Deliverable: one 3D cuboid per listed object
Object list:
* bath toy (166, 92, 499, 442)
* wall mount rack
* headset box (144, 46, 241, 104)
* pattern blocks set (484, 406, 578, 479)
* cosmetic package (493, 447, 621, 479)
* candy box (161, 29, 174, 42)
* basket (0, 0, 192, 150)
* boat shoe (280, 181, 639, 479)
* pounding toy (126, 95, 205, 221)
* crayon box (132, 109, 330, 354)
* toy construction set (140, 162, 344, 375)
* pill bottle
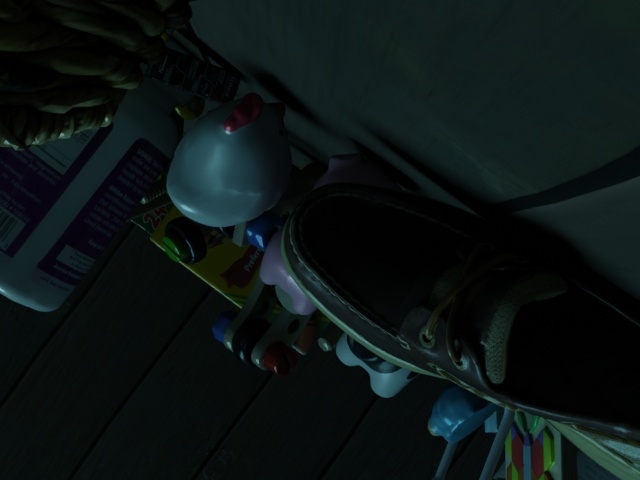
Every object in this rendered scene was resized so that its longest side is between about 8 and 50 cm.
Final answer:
[{"bbox_3d":[0.031,-0.002,0.805,0.348,0.151,0.129,39,141,10],"label":"bath toy"},{"bbox_3d":[0.158,0.181,1.194,0.350,0.130,0.304,148,104,-88],"label":"wall mount rack"},{"bbox_3d":[-0.113,-0.148,0.898,0.083,0.032,0.062,19,-175,-20],"label":"headset box"},{"bbox_3d":[0.242,0.246,1.100,0.026,0.285,0.325,2,158,-9],"label":"pattern blocks set"},{"bbox_3d":[0.344,0.291,1.244,0.151,0.184,0.151,36,178,-9],"label":"cosmetic package"},{"bbox_3d":[-0.221,-0.245,0.844,0.206,0.027,0.105,35,177,16],"label":"candy box"},{"bbox_3d":[-0.213,-0.136,0.489,0.299,0.223,0.213,33,176,42],"label":"basket"},{"bbox_3d":[0.121,0.048,0.638,0.342,0.123,0.123,32,168,16],"label":"boat shoe"},{"bbox_3d":[-0.197,-0.153,1.189,0.183,0.110,0.237,-19,-91,-57],"label":"pounding toy"},{"bbox_3d":[-0.090,-0.015,1.376,0.318,0.202,0.081,36,177,0],"label":"crayon box"},{"bbox_3d":[0.000,0.000,1.120,0.308,0.237,0.257,5,122,53],"label":"toy construction set"},{"bbox_3d":[-0.255,-0.091,1.026,0.169,0.301,0.169,37,177,2],"label":"pill bottle"}]
